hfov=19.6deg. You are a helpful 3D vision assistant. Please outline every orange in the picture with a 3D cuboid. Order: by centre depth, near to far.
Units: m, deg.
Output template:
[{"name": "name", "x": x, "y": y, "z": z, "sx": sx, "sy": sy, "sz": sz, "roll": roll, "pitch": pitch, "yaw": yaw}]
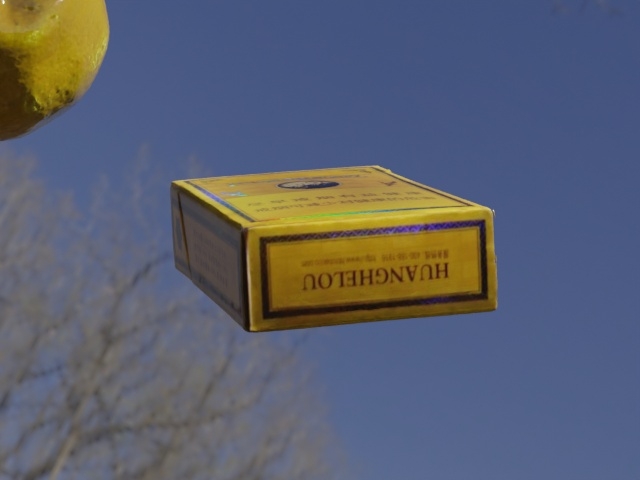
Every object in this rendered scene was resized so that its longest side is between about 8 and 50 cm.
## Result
[{"name": "orange", "x": -0.354, "y": -0.237, "z": 1.929, "sx": 0.279, "sy": 0.279, "sz": 0.235, "roll": 26, "pitch": -28, "yaw": -1}]

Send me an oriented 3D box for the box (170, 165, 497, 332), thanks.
[{"name": "box", "x": 0.000, "y": 0.000, "z": 1.481, "sx": 0.193, "sy": 0.084, "sz": 0.301, "roll": -4, "pitch": 9, "yaw": -14}]
